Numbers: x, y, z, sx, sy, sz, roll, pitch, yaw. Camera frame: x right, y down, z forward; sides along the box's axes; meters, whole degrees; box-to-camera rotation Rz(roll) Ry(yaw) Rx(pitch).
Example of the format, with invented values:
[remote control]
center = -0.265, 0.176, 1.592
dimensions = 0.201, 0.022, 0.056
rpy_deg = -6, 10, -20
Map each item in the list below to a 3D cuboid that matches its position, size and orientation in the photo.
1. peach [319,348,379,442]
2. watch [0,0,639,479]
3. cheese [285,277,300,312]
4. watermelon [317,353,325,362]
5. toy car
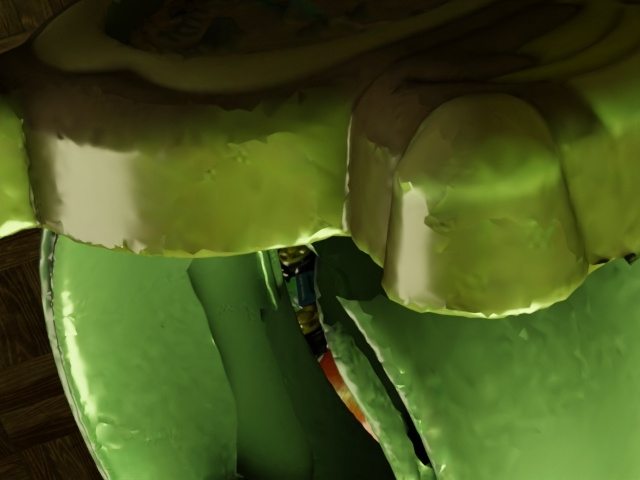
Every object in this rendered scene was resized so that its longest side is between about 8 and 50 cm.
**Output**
[peach]
center = 0.073, 0.158, 1.023
dimensions = 0.201, 0.257, 0.362
rpy_deg = 60, 173, 40
[watch]
center = 0.023, 0.046, 0.575
dimensions = 0.335, 0.314, 0.327
rpy_deg = 18, 126, 43
[cheese]
center = 0.000, 0.000, 1.822
dimensions = 0.083, 0.203, 0.321
rpy_deg = -69, -16, -63
[watermelon]
center = -0.040, 0.266, 1.225
dimensions = 0.289, 0.213, 0.320
rpy_deg = 17, -111, -63
[toy car]
center = 0.051, 0.102, 1.645
dimensions = 0.314, 0.165, 0.198
rpy_deg = -100, -14, -59
